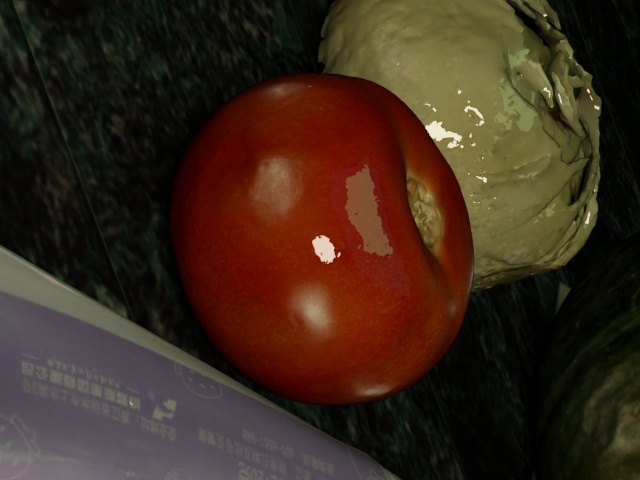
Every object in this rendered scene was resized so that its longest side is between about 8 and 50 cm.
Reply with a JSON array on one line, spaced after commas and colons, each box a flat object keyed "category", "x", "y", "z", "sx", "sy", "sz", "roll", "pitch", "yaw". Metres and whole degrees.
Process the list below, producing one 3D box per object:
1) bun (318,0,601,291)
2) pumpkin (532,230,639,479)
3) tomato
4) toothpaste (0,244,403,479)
[{"category": "bun", "x": 0.111, "y": -0.090, "z": 1.292, "sx": 0.259, "sy": 0.152, "sz": 0.259, "roll": 40, "pitch": 41, "yaw": -47}, {"category": "pumpkin", "x": 0.347, "y": 0.186, "z": 1.345, "sx": 0.454, "sy": 0.344, "sz": 0.454, "roll": 39, "pitch": 28, "yaw": -26}, {"category": "tomato", "x": 0.000, "y": 0.000, "z": 1.014, "sx": 0.195, "sy": 0.136, "sz": 0.195, "roll": 48, "pitch": 32, "yaw": -44}, {"category": "toothpaste", "x": -0.067, "y": 0.098, "z": 0.888, "sx": 0.371, "sy": 0.080, "sz": 0.125, "roll": 34, "pitch": 43, "yaw": -45}]
